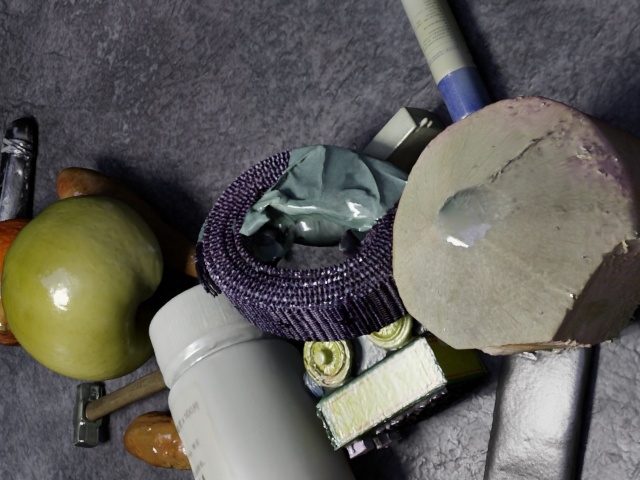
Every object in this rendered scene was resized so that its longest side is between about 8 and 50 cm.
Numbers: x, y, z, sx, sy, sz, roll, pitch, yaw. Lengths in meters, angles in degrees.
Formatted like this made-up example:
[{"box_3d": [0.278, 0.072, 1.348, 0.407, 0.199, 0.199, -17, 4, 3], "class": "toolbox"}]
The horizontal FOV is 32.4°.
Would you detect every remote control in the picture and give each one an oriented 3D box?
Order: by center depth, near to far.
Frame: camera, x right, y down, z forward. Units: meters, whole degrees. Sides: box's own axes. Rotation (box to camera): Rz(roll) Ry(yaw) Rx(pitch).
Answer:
[{"box_3d": [-0.606, -0.110, 2.151, 0.090, 0.066, 0.265, 8, 94, 38], "class": "remote control"}]

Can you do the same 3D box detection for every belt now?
[{"box_3d": [0.000, 0.000, 1.427, 0.325, 0.122, 0.260, 7, 57, 31], "class": "belt"}]

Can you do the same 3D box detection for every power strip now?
[{"box_3d": [0.097, -0.117, 1.519, 0.175, 0.075, 0.042, -46, 59, 30], "class": "power strip"}]

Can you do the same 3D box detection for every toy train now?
[{"box_3d": [0.096, 0.164, 1.475, 0.261, 0.134, 0.177, -38, 69, 32], "class": "toy train"}]

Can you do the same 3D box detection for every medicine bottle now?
[{"box_3d": [0.166, -0.258, 1.474, 0.059, 0.059, 0.230, -34, 67, 36], "class": "medicine bottle"}, {"box_3d": [-0.102, 0.253, 1.580, 0.211, 0.211, 0.371, -46, 54, 31], "class": "medicine bottle"}]

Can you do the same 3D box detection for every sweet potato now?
[{"box_3d": [-0.227, 0.324, 1.772, 0.355, 0.106, 0.095, -6, 50, 43], "class": "sweet potato"}, {"box_3d": [-0.314, -0.022, 1.864, 0.385, 0.109, 0.109, 30, 109, 25], "class": "sweet potato"}]

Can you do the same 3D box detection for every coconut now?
[{"box_3d": [0.238, -0.008, 1.231, 0.298, 0.310, 0.297, -1, 89, 40], "class": "coconut"}]

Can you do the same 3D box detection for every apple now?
[{"box_3d": [-0.385, 0.090, 1.765, 0.258, 0.233, 0.295, 23, 137, 19], "class": "apple"}]

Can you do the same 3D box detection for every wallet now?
[{"box_3d": [0.271, 0.235, 1.383, 0.124, 0.025, 0.244, 11, 95, 41], "class": "wallet"}]

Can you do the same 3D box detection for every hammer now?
[{"box_3d": [-0.324, 0.261, 1.841, 0.365, 0.044, 0.111, -29, 53, 49], "class": "hammer"}]

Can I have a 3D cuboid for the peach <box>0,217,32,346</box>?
[{"box_3d": [-0.545, 0.087, 1.966, 0.232, 0.232, 0.256, -46, 23, 31], "class": "peach"}]
